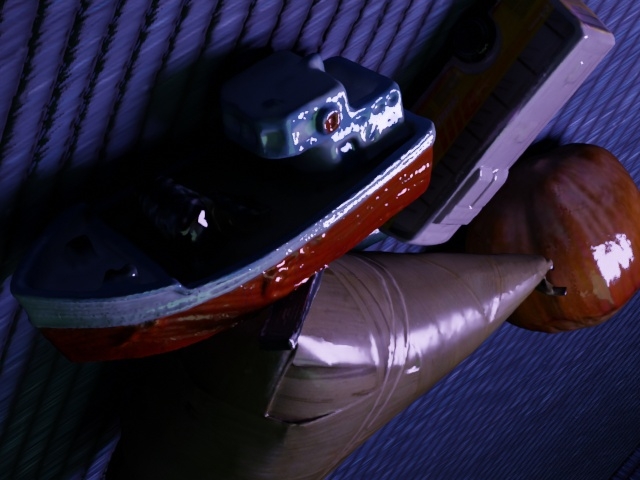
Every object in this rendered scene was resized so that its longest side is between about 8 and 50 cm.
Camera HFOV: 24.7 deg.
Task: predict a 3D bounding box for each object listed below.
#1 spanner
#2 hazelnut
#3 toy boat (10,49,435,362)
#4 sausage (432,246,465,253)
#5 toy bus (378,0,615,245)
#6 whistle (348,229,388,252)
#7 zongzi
[{"bbox_3d":[0.000,0.000,1.147,0.093,0.026,0.325,-10,-154,16],"label":"spanner"},{"bbox_3d":[0.264,0.004,1.592,0.210,0.186,0.210,-26,165,-8],"label":"hazelnut"},{"bbox_3d":[-0.075,-0.032,1.049,0.332,0.145,0.133,-33,133,-23],"label":"toy boat"},{"bbox_3d":[0.097,0.036,1.580,0.223,0.029,0.029,-15,146,-47],"label":"sausage"},{"bbox_3d":[0.136,-0.109,1.275,0.268,0.106,0.092,-51,154,23],"label":"toy bus"},{"bbox_3d":[0.047,-0.015,1.397,0.186,0.039,0.039,-26,154,-33],"label":"whistle"},{"bbox_3d":[-0.021,0.171,1.374,0.418,0.181,0.447,-5,142,-38],"label":"zongzi"}]
